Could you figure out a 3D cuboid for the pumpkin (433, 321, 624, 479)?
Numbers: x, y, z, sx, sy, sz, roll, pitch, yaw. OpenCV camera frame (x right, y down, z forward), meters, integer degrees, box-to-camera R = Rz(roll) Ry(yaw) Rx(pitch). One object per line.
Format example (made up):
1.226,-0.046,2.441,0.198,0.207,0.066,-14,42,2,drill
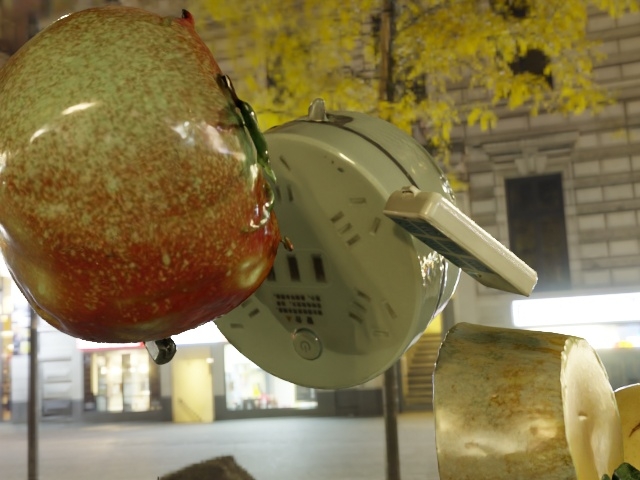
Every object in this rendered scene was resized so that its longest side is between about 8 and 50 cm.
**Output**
0.300,0.265,1.129,0.199,0.332,0.332,-10,-10,24,pumpkin

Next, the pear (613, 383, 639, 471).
0.570,0.386,1.344,0.309,0.309,0.309,-3,-8,0,pear

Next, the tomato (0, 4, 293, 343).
-0.177,-0.051,0.727,0.239,0.303,0.303,-24,-3,-12,tomato

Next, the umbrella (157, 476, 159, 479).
-0.329,0.539,1.648,0.013,0.122,0.022,-7,-24,3,umbrella

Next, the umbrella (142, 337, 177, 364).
-0.241,0.069,1.051,0.066,0.059,0.235,2,34,-43,umbrella

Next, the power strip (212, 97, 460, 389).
0.000,0.000,1.044,0.358,0.357,0.161,-8,14,32,power strip

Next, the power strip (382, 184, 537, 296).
0.151,0.003,0.871,0.192,0.035,0.081,34,-12,-29,power strip

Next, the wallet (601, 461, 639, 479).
0.366,0.346,0.796,0.055,0.236,0.160,-28,-48,-7,wallet
